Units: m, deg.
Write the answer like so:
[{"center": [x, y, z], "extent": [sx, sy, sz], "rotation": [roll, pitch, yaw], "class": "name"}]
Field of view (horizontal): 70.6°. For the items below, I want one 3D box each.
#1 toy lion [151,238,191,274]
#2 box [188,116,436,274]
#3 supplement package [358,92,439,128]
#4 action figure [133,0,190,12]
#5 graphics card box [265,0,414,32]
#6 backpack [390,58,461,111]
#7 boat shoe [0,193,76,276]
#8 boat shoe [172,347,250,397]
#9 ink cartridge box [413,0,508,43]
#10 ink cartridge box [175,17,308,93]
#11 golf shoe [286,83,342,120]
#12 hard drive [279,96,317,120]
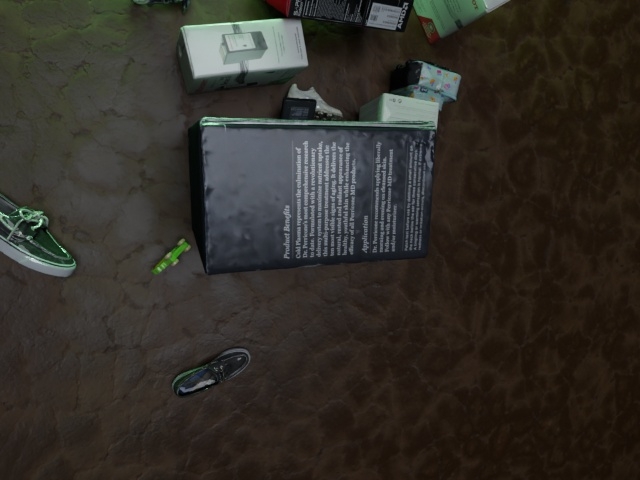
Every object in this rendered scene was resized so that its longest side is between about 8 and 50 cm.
[{"center": [-0.402, 0.048, 1.198], "extent": [0.034, 0.096, 0.100], "rotation": [50, 37, -18], "class": "toy lion"}, {"center": [-0.060, -0.131, 1.076], "extent": [0.471, 0.480, 0.297], "rotation": [-2, 102, -18], "class": "box"}, {"center": [0.212, -0.247, 1.309], "extent": [0.175, 0.177, 0.293], "rotation": [4, 93, -18], "class": "supplement package"}, {"center": [-0.404, -0.652, 1.090], "extent": [0.141, 0.276, 0.164], "rotation": [19, 117, 14], "class": "action figure"}, {"center": [0.032, -0.645, 1.191], "extent": [0.371, 0.233, 0.094], "rotation": [-10, 132, -30], "class": "graphics card box"}, {"center": [0.326, -0.464, 1.384], "extent": [0.188, 0.166, 0.144], "rotation": [1, 97, -17], "class": "backpack"}, {"center": [-0.701, -0.035, 1.056], "extent": [0.306, 0.113, 0.105], "rotation": [38, 95, -10], "class": "boat shoe"}, {"center": [-0.300, 0.373, 1.264], "extent": [0.228, 0.076, 0.080], "rotation": [-17, 101, -19], "class": "boat shoe"}, {"center": [0.402, -0.734, 1.332], "extent": [0.114, 0.273, 0.197], "rotation": [-34, 106, -15], "class": "ink cartridge box"}, {"center": [-0.206, -0.467, 1.157], "extent": [0.289, 0.211, 0.122], "rotation": [-14, 101, -18], "class": "ink cartridge box"}, {"center": [-0.012, -0.404, 1.315], "extent": [0.176, 0.069, 0.086], "rotation": [10, 85, -23], "class": "golf shoe"}, {"center": [-0.068, -0.335, 1.278], "extent": [0.094, 0.022, 0.135], "rotation": [-2, 133, -19], "class": "hard drive"}]
